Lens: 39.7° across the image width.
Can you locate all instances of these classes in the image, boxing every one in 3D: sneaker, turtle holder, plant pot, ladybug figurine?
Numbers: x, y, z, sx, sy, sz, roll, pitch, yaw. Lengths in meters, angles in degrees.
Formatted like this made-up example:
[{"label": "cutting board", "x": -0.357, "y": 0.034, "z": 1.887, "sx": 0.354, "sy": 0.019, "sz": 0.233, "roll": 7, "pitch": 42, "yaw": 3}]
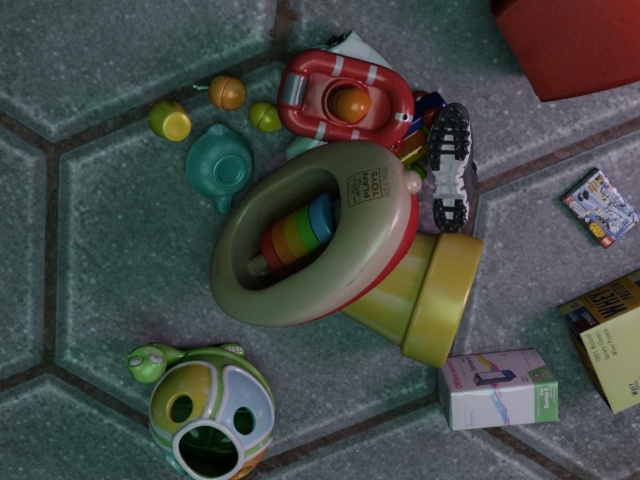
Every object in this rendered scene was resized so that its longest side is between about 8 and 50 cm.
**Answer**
[{"label": "sneaker", "x": 0.000, "y": -0.262, "z": 1.593, "sx": 0.256, "sy": 0.094, "sz": 0.151, "roll": -44, "pitch": 111, "yaw": 1}, {"label": "turtle holder", "x": -0.217, "y": 0.320, "z": 1.703, "sx": 0.244, "sy": 0.227, "sz": 0.320, "roll": -11, "pitch": 109, "yaw": 1}, {"label": "plant pot", "x": 0.434, "y": -0.384, "z": 1.502, "sx": 0.236, "sy": 0.267, "sz": 0.267, "roll": -28, "pitch": 108, "yaw": 20}, {"label": "plant pot", "x": 0.151, "y": 0.083, "z": 1.648, "sx": 0.239, "sy": 0.254, "sz": 0.253, "roll": 18, "pitch": 107, "yaw": 7}, {"label": "ladybug figurine", "x": 0.000, "y": 0.000, "z": 1.513, "sx": 0.449, "sy": 0.305, "sz": 0.162, "roll": -25, "pitch": 144, "yaw": 35}, {"label": "sneaker", "x": 0.239, "y": -0.137, "z": 1.581, "sx": 0.078, "sy": 0.106, "sz": 0.234, "roll": 5, "pitch": 114, "yaw": 20}]

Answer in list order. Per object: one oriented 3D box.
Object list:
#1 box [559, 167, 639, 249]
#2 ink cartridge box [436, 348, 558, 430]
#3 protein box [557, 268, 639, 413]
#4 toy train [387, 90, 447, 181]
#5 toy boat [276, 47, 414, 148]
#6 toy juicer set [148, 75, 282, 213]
[{"label": "box", "x": 0.545, "y": -0.061, "z": 1.723, "sx": 0.094, "sy": 0.027, "sz": 0.137, "roll": -42, "pitch": 105, "yaw": 9}, {"label": "ink cartridge box", "x": 0.347, "y": 0.296, "z": 1.762, "sx": 0.213, "sy": 0.154, "sz": 0.093, "roll": -7, "pitch": 108, "yaw": 0}, {"label": "protein box", "x": 0.615, "y": 0.194, "z": 1.753, "sx": 0.201, "sy": 0.136, "sz": 0.199, "roll": -26, "pitch": 108, "yaw": 5}, {"label": "toy train", "x": 0.143, "y": -0.154, "z": 1.642, "sx": 0.248, "sy": 0.105, "sz": 0.143, "roll": -32, "pitch": 120, "yaw": 7}, {"label": "toy boat", "x": 0.048, "y": -0.229, "z": 1.482, "sx": 0.231, "sy": 0.151, "sz": 0.150, "roll": 11, "pitch": 102, "yaw": -14}, {"label": "toy juicer set", "x": -0.152, "y": -0.159, "z": 1.635, "sx": 0.209, "sy": 0.089, "sz": 0.329, "roll": -38, "pitch": 123, "yaw": -9}]
